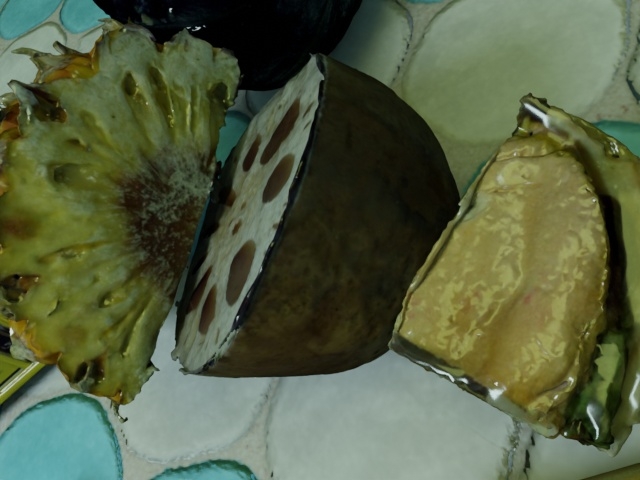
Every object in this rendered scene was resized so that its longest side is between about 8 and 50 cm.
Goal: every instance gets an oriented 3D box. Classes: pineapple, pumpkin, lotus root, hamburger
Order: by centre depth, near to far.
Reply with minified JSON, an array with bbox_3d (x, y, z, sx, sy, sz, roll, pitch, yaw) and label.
[{"bbox_3d":[0.161,0.021,0.400,0.155,0.135,0.208,20,83,34],"label":"hamburger"},{"bbox_3d":[0.000,0.000,0.492,0.272,0.191,0.272,-38,43,46],"label":"lotus root"},{"bbox_3d":[-0.256,-0.041,0.544,0.286,0.208,0.345,0,72,51],"label":"pineapple"},{"bbox_3d":[-0.096,-0.346,0.623,0.266,0.363,0.364,16,73,27],"label":"pumpkin"}]

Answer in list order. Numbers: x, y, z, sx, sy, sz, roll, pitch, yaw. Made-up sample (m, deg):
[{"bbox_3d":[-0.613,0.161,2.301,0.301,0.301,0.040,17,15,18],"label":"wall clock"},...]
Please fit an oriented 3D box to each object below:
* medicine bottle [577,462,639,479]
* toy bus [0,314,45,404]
[{"bbox_3d":[0.267,0.143,0.315,0.425,0.108,0.108,-25,55,15],"label":"medicine bottle"},{"bbox_3d":[-0.404,0.112,0.678,0.331,0.151,0.145,-42,53,2],"label":"toy bus"}]
